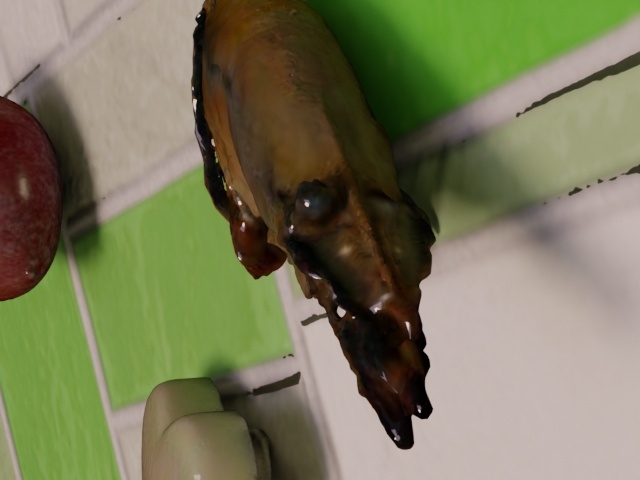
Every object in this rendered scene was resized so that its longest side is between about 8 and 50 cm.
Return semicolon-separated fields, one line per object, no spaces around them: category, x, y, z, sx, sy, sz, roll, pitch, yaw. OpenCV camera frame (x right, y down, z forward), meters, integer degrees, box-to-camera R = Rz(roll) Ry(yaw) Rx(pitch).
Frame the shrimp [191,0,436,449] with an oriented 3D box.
shrimp;0.006;-0.005;0.606;0.262;0.066;0.117;-112;14;-45

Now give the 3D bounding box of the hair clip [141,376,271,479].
hair clip;-0.032;0.158;0.728;0.218;0.071;0.159;60;148;35

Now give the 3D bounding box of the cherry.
cherry;-0.200;-0.050;0.912;0.107;0.090;0.225;91;155;-43
